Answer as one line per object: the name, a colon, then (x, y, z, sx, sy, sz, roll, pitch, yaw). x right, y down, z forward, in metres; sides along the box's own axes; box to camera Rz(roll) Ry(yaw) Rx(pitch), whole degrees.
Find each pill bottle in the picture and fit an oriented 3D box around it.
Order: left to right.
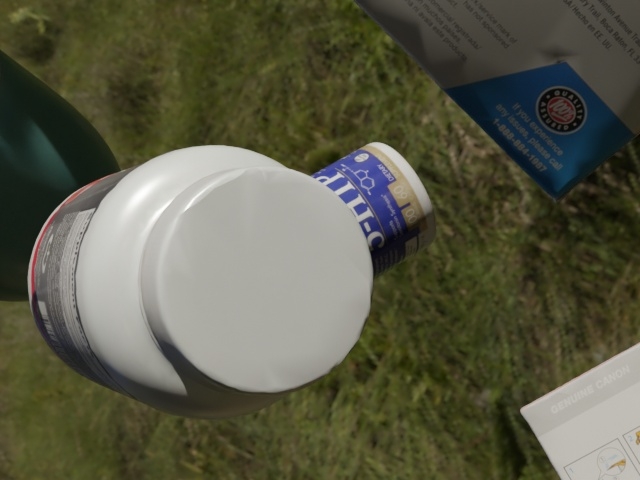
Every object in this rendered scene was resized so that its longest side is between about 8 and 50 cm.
pill bottle: (-0.089, 0.028, 0.769, 0.176, 0.176, 0.318, -63, 20, -12)
pill bottle: (0.000, 0.000, 1.014, 0.187, 0.112, 0.112, -31, -24, -17)

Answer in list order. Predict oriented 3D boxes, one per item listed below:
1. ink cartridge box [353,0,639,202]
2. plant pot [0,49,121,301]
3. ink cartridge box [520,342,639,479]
ink cartridge box: (0.139, -0.179, 0.565, 0.233, 0.171, 0.168, -41, 21, 18)
plant pot: (-0.381, -0.060, 1.365, 0.235, 0.293, 0.293, 31, -98, -40)
ink cartridge box: (0.355, 0.181, 0.908, 0.296, 0.261, 0.066, -31, -15, 12)
